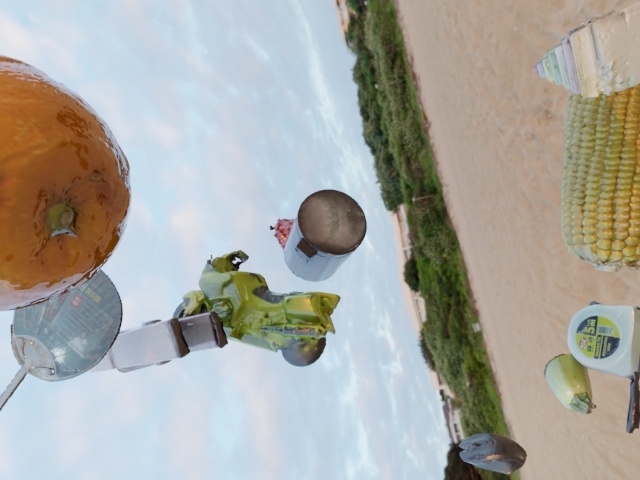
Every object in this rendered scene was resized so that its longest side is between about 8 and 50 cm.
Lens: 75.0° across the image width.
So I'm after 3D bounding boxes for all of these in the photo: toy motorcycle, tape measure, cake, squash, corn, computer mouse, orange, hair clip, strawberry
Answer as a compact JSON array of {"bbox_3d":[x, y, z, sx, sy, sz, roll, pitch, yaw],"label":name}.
[{"bbox_3d":[-0.130,0.126,0.837,0.142,0.342,0.206,42,-123,-68],"label":"toy motorcycle"},{"bbox_3d":[0.847,0.359,1.230,0.097,0.215,0.352,19,-101,-23],"label":"tape measure"},{"bbox_3d":[0.373,-0.242,0.557,0.090,0.109,0.225,67,-161,-7],"label":"cake"},{"bbox_3d":[0.750,0.445,1.266,0.287,0.137,0.137,-21,-84,-61],"label":"squash"},{"bbox_3d":[0.503,-0.137,0.741,0.144,0.143,0.388,21,-111,-68],"label":"corn"},{"bbox_3d":[0.360,0.440,0.879,0.079,0.134,0.047,-48,-51,-63],"label":"computer mouse"},{"bbox_3d":[-0.332,-0.054,0.425,0.261,0.261,0.261,-15,-90,-72],"label":"orange"},{"bbox_3d":[-0.324,0.195,0.780,0.101,0.330,0.085,-20,-89,-56],"label":"hair clip"},{"bbox_3d":[-0.064,-0.027,1.677,0.234,0.178,0.234,38,-148,-30],"label":"strawberry"}]

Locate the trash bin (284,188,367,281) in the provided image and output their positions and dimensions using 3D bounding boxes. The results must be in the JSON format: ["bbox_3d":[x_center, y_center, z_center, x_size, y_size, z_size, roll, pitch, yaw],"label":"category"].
[{"bbox_3d":[0.000,0.000,1.294,0.203,0.252,0.301,40,156,4],"label":"trash bin"}]

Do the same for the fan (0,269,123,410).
[{"bbox_3d":[-0.462,0.141,0.692,0.223,0.294,0.012,60,-176,21],"label":"fan"}]
